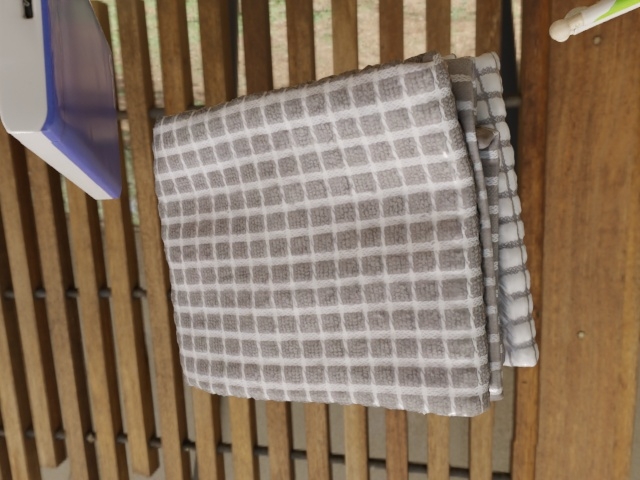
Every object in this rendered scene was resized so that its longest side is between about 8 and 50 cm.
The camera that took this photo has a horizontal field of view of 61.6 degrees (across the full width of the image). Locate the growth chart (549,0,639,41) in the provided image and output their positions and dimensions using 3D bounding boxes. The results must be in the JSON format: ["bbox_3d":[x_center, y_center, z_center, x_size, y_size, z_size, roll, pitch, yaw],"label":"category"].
[{"bbox_3d":[0.291,-0.221,0.478,0.172,0.021,0.237,-18,-170,26],"label":"growth chart"}]

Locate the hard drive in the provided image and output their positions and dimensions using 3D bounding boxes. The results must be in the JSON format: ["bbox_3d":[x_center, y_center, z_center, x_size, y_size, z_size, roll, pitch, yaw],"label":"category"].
[{"bbox_3d":[-0.257,-0.171,0.557,0.040,0.210,0.319,-5,176,-12],"label":"hard drive"}]

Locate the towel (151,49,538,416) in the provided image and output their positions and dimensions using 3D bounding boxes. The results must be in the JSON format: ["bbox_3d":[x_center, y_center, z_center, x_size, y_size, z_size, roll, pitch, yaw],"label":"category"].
[{"bbox_3d":[0.000,0.000,0.404,0.284,0.235,0.121,-5,-177,33],"label":"towel"}]
